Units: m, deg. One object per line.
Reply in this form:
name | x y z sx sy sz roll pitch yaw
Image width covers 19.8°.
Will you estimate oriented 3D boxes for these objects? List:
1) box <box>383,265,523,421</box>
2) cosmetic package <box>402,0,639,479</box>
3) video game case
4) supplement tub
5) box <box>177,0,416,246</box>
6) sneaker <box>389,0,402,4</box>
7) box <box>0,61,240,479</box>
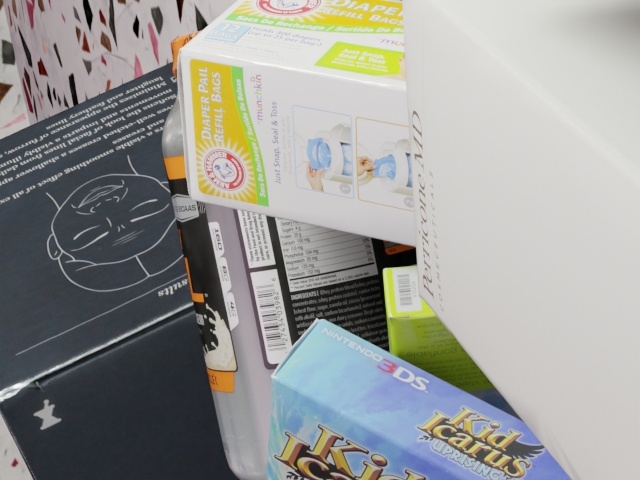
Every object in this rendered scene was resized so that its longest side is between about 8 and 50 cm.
box | 0.097 0.078 1.126 0.178 0.109 0.042 83 -178 -54
cosmetic package | 0.176 0.016 0.789 0.365 0.155 0.197 -130 29 -55
video game case | 0.089 0.200 1.114 0.269 0.061 0.244 26 139 19
supplement tub | 0.000 0.000 1.281 0.193 0.193 0.316 -179 77 -73
box | 0.032 -0.074 1.078 0.114 0.203 0.103 -50 -35 -51
sneaker | 0.051 -0.198 1.161 0.130 0.087 0.227 121 131 -64
box | -0.153 0.051 1.583 0.395 0.293 0.212 52 164 56
